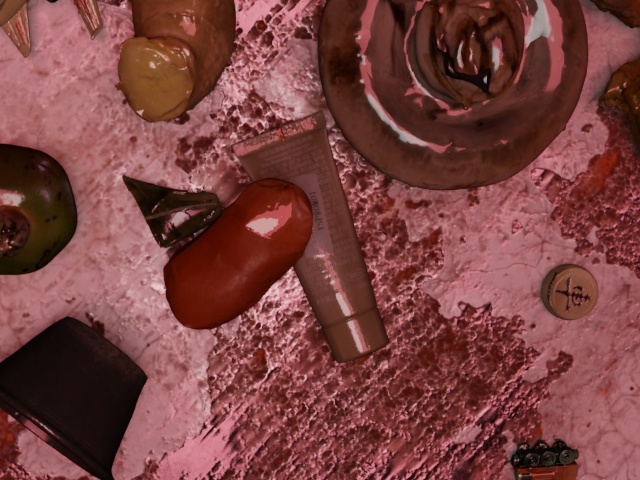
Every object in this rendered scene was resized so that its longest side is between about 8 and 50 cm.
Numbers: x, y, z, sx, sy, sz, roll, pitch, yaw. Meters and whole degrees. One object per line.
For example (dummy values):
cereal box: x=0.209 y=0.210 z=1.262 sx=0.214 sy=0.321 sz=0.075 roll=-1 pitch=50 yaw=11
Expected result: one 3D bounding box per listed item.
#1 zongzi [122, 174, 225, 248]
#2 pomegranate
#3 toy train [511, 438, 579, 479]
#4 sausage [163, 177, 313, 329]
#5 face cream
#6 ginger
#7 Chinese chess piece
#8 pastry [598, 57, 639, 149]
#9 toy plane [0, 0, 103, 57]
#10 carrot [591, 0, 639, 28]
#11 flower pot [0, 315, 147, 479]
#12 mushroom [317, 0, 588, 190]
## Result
zongzi: x=-0.200 y=-0.063 z=1.408 sx=0.109 sy=0.055 sz=0.119 roll=-28 pitch=87 yaw=-6
pomegranate: x=-0.403 y=-0.032 z=1.305 sx=0.179 sy=0.210 sz=0.180 roll=-3 pitch=111 yaw=-8
toy train: x=0.334 y=0.335 z=1.516 sx=0.103 sy=0.044 sz=0.064 roll=-2 pitch=106 yaw=-7
sausage: x=-0.109 y=0.020 z=1.368 sx=0.133 sy=0.133 sz=0.258 roll=45 pitch=110 yaw=-9
face cream: x=0.000 y=0.000 z=1.430 sx=0.137 sy=0.084 sz=0.341 roll=-21 pitch=89 yaw=-3
ginger: x=-0.186 y=-0.283 z=1.345 sx=0.138 sy=0.152 sz=0.267 roll=1 pitch=77 yaw=19
Chinese chess piece: x=0.368 y=0.076 z=1.499 sx=0.084 sy=0.034 sz=0.084 roll=-1 pitch=96 yaw=-8
pastry: x=0.556 y=-0.205 z=1.431 sx=0.235 sy=0.132 sz=0.240 roll=43 pitch=91 yaw=-21
toy plane: x=-0.368 y=-0.378 z=1.330 sx=0.242 sy=0.104 sz=0.256 roll=34 pitch=90 yaw=-6
carrot: x=0.373 y=-0.379 z=1.385 sx=0.263 sy=0.102 sz=0.102 roll=21 pitch=93 yaw=-33
flower pot: x=-0.327 y=0.197 z=1.349 sx=0.235 sy=0.235 sz=0.148 roll=40 pitch=71 yaw=-9
mushroom: x=0.178 y=-0.244 z=1.314 sx=0.362 sy=0.294 sz=0.362 roll=0 pitch=93 yaw=-6
